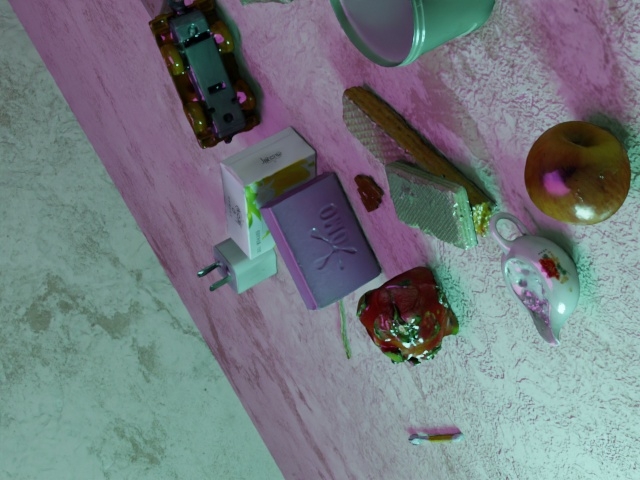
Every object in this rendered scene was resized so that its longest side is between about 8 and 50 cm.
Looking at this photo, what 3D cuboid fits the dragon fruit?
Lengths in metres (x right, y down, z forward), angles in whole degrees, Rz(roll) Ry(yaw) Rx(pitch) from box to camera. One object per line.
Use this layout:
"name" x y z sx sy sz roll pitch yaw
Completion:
"dragon fruit" 0.177 0.177 1.893 0.200 0.198 0.269 -78 -16 -50

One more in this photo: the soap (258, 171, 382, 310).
"soap" 0.001 0.000 2.077 0.081 0.181 0.259 -3 113 66

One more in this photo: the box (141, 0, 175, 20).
"box" -0.406 -0.689 2.282 0.205 0.051 0.365 59 158 4

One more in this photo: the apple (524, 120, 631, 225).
"apple" 0.343 -0.091 1.268 0.146 0.146 0.146 47 154 31

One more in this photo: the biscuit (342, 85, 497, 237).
"biscuit" 0.165 -0.142 1.708 0.379 0.054 0.094 48 155 29

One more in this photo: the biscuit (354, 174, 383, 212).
"biscuit" 0.102 -0.094 1.957 0.082 0.016 0.092 34 148 39

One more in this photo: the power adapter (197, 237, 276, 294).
"power adapter" -0.242 0.071 2.657 0.130 0.204 0.125 48 155 32

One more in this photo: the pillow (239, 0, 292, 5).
"pillow" -0.123 -0.523 1.869 0.208 0.053 0.119 18 135 55

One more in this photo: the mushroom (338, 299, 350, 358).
"mushroom" 0.053 0.205 2.429 0.028 0.025 0.286 -122 14 -53

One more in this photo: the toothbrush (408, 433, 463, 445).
"toothbrush" 0.276 0.479 2.277 0.024 0.021 0.288 50 159 -3

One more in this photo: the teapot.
"teapot" 0.345 0.050 1.506 0.226 0.092 0.145 58 155 9

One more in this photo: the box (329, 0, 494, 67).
"box" 0.124 -0.382 1.379 0.226 0.149 0.226 48 156 30

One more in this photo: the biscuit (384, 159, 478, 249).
"biscuit" 0.187 -0.062 1.631 0.199 0.040 0.121 28 140 54

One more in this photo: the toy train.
"toy train" -0.282 -0.407 2.226 0.369 0.163 0.231 69 169 -21

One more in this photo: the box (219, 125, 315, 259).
"box" -0.116 -0.107 2.177 0.111 0.194 0.260 46 155 32
